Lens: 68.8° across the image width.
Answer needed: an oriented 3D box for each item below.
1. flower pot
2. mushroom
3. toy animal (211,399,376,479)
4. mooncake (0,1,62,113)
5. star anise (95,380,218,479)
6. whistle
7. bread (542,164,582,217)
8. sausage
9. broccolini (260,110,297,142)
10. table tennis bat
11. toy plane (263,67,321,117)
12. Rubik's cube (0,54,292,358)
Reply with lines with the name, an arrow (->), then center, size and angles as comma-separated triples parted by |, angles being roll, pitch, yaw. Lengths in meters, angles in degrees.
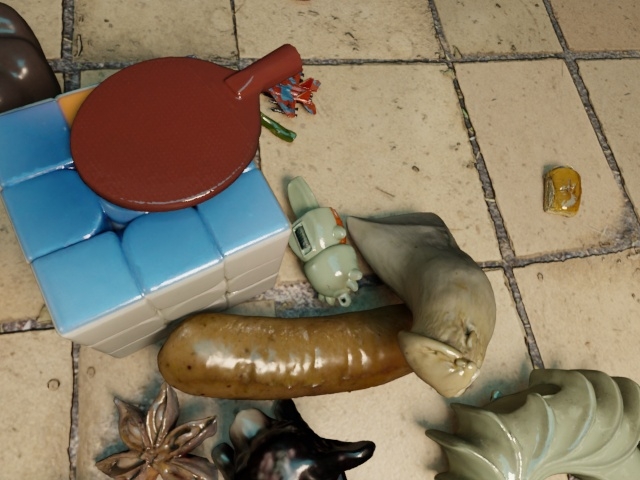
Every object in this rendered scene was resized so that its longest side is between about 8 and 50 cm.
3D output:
flower pot -> 0.365, 0.342, 0.732 | 0.368, 0.164, 0.254 | -17, 80, -16
mushroom -> 0.161, 0.070, 0.697 | 0.178, 0.397, 0.125 | 2, 115, -11
toy animal -> 0.002, 0.356, 0.586 | 0.194, 0.302, 0.344 | -34, 81, -23
mooncake -> -0.606, -0.283, 0.785 | 0.306, 0.154, 0.305 | 4, 70, -12
star anise -> -0.230, 0.292, 0.669 | 0.208, 0.063, 0.171 | -24, 71, 13
whistle -> -0.002, 0.001, 0.815 | 0.102, 0.106, 0.253 | -27, 71, 6
bread -> 0.511, -0.105, 0.979 | 0.072, 0.053, 0.105 | 12, 74, -2
sausage -> 0.009, 0.173, 0.733 | 0.501, 0.123, 0.136 | 0, 76, -19
broccolini -> -0.141, -0.262, 0.925 | 0.216, 0.058, 0.067 | 28, 109, -7
table tennis bat -> -0.150, -0.157, 0.571 | 0.310, 0.038, 0.200 | -38, 81, -20
toy plane -> -0.096, -0.306, 0.935 | 0.189, 0.061, 0.130 | 9, 70, -3
Rubik's cube -> -0.243, -0.031, 0.683 | 0.291, 0.291, 0.291 | -26, 76, -18
